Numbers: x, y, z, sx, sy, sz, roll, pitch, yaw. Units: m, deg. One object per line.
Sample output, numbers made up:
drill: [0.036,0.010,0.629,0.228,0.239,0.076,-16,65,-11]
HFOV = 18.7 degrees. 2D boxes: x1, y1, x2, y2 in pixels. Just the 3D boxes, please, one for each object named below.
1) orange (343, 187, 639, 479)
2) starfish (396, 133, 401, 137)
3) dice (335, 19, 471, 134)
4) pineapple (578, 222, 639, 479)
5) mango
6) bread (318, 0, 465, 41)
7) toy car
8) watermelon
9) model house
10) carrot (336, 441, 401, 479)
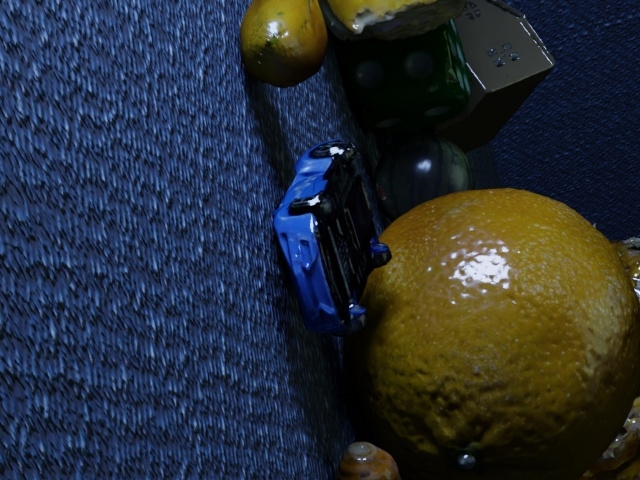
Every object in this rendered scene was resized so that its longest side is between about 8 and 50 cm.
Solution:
orange: [0.135,0.089,1.555,0.264,0.264,0.264,-14,90,-81]
starfish: [0.117,-0.149,2.392,0.238,0.057,0.213,66,21,-16]
dice: [0.087,-0.190,2.050,0.131,0.120,0.128,40,38,-73]
pineapple: [0.305,0.152,2.164,0.300,0.352,0.352,53,24,-64]
mango: [-0.030,-0.152,1.450,0.127,0.063,0.077,-71,151,-65]
bread: [0.033,-0.379,1.871,0.236,0.165,0.375,-26,103,-79]
toy car: [0.000,0.000,1.389,0.216,0.063,0.103,-64,139,-68]
watermelon: [0.108,-0.046,2.015,0.105,0.105,0.133,9,81,-80]
model house: [0.106,-0.227,2.217,0.248,0.176,0.181,56,-37,16]
carrot: [0.051,0.235,1.412,0.048,0.048,0.216,-90,167,-58]
